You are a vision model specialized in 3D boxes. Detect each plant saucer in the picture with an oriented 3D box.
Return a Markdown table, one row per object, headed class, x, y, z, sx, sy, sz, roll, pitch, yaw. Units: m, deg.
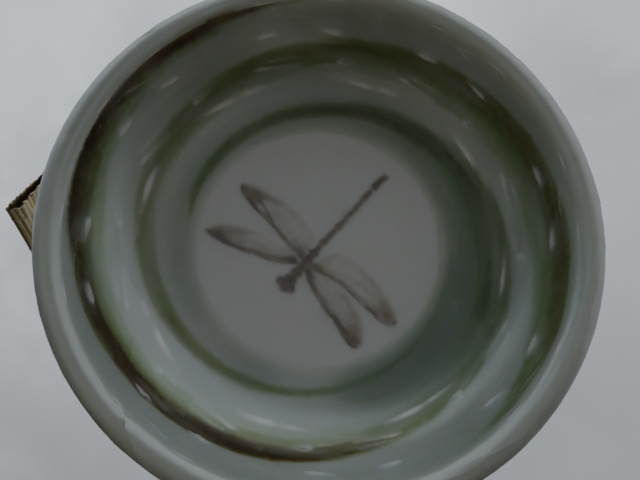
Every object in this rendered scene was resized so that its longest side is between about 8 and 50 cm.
| class | x | y | z | sx | sy | sz | roll | pitch | yaw |
| --- | --- | --- | --- | --- | --- | --- | --- | --- | --- |
| plant saucer | 0.000 | 0.000 | 0.586 | 0.400 | 0.400 | 0.100 | 26 | -16 | 5 |

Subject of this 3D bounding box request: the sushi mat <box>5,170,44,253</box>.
| class | x | y | z | sx | sy | sz | roll | pitch | yaw |
| --- | --- | --- | --- | --- | --- | --- | --- | --- | --- |
| sushi mat | -0.308 | -0.008 | 1.023 | 0.019 | 0.151 | 0.316 | 27 | -27 | 13 |
